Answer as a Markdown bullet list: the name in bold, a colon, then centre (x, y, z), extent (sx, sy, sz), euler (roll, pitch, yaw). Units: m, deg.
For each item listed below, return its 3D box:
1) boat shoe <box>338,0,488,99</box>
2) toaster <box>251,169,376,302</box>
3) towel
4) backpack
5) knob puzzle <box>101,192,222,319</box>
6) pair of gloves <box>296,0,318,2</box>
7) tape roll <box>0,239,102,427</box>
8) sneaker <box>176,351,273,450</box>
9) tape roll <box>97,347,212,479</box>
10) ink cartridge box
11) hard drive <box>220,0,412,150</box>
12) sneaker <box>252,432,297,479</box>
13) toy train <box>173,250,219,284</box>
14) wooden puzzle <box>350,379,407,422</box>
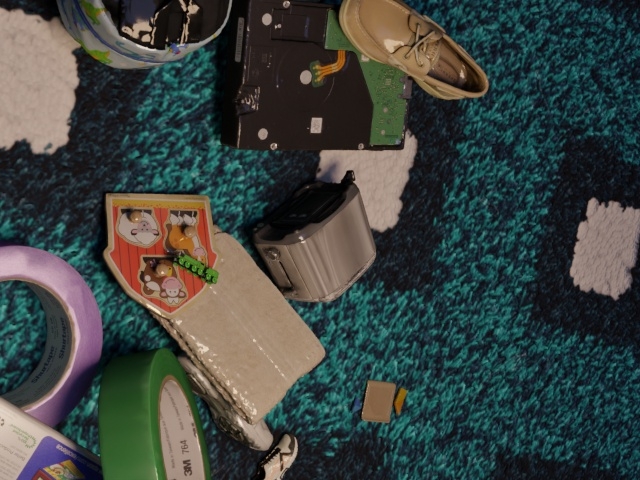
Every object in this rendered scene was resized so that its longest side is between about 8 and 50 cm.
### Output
- **boat shoe**: centre (0.155, -0.313, 1.958), extent (0.302, 0.098, 0.109), euler (30, 83, -39)
- **toaster**: centre (0.000, 0.000, 1.992), extent (0.227, 0.129, 0.146), euler (-43, 124, -40)
- **towel**: centre (-0.136, 0.129, 1.898), extent (0.282, 0.049, 0.187), euler (52, 56, -6)
- **backpack**: centre (-0.249, -0.417, 1.697), extent (0.290, 0.273, 0.355), euler (-9, 80, -39)
- **knob puzzle**: centre (-0.231, 0.021, 1.829), extent (0.213, 0.030, 0.213), euler (10, 69, -29)
- **pair of gloves**: centre (-0.017, -0.342, 1.993), extent (0.204, 0.042, 0.240), euler (-30, 112, -31)
- **tape roll**: centre (-0.445, 0.139, 1.695), extent (0.275, 0.090, 0.274), euler (-5, 99, -38)
- **sneaker**: centre (-0.130, 0.237, 1.952), extent (0.115, 0.090, 0.232), euler (-48, 122, -27)
- **tape roll**: centre (-0.231, 0.318, 1.755), extent (0.077, 0.321, 0.321), euler (-12, 107, 5)
- **ink cartridge box**: centre (-0.456, 0.372, 1.623), extent (0.304, 0.072, 0.307), euler (41, 75, -34)
- **hard drive**: centre (0.002, -0.263, 1.959), extent (0.339, 0.064, 0.236), euler (-4, 105, -36)
- **sneaker**: centre (-0.075, 0.369, 2.038), extent (0.044, 0.040, 0.109), euler (34, 75, -33)
- **toy train**: centre (-0.186, 0.041, 1.832), extent (0.083, 0.017, 0.023), euler (33, 54, -34)
- **wooden puzzle**: centre (0.103, 0.287, 2.182), extent (0.116, 0.014, 0.078), euler (20, 79, -38)
